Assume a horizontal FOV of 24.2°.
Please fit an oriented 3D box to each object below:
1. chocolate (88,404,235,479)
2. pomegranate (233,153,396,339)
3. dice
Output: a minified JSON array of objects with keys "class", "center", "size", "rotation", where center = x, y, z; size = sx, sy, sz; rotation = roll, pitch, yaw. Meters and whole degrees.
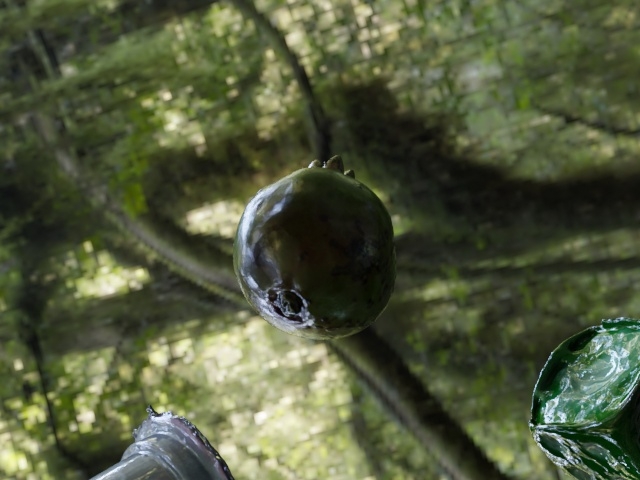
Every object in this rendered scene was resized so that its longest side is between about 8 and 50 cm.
[{"class":"chocolate","center":[-0.148,0.260,1.215],"size":[0.221,0.147,0.221],"rotation":[42,146,38]},{"class":"pomegranate","center":[0.000,0.000,1.377],"size":[0.205,0.159,0.159],"rotation":[-79,-32,-49]},{"class":"dice","center":[0.272,0.151,1.321],"size":[0.120,0.128,0.131],"rotation":[48,-116,-27]}]
